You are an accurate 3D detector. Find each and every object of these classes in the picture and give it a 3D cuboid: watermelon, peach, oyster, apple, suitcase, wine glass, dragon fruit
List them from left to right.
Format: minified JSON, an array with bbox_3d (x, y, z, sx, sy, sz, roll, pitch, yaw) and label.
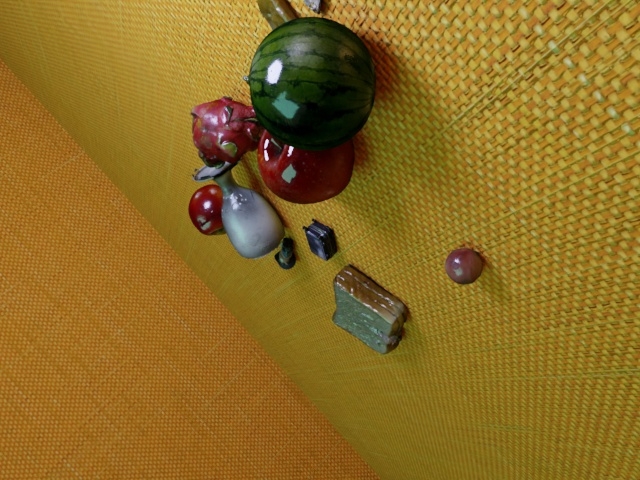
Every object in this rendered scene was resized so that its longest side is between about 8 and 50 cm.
[{"bbox_3d":[-0.409,-0.120,1.965,0.197,0.197,0.197,37,154,22],"label":"peach"},{"bbox_3d":[-0.258,-0.293,1.477,0.201,0.198,0.269,1,157,-4],"label":"dragon fruit"},{"bbox_3d":[-0.260,-0.107,1.717,0.191,0.190,0.356,15,141,50],"label":"wine glass"},{"bbox_3d":[-0.034,-0.189,1.185,0.218,0.201,0.218,1,92,42],"label":"apple"},{"bbox_3d":[-0.018,-0.468,0.983,0.054,0.019,0.083,15,138,48],"label":"oyster"},{"bbox_3d":[-0.017,-0.291,0.976,0.242,0.242,0.242,37,154,22],"label":"watermelon"},{"bbox_3d":[0.000,0.000,1.602,0.086,0.059,0.126,31,151,36],"label":"suitcase"},{"bbox_3d":[0.314,0.056,1.146,0.083,0.083,0.083,37,154,22],"label":"peach"}]

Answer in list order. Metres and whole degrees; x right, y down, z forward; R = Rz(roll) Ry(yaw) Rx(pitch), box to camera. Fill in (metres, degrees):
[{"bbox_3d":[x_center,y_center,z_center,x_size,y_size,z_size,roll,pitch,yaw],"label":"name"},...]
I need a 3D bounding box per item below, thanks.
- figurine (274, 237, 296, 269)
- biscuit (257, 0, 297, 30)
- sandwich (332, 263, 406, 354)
[{"bbox_3d":[-0.116,0.047,1.872,0.080,0.077,0.136,16,141,-12],"label":"figurine"},{"bbox_3d":[-0.086,-0.431,1.126,0.174,0.039,0.183,49,155,-5],"label":"biscuit"},{"bbox_3d":[0.155,0.234,1.659,0.249,0.095,0.273,33,151,22],"label":"sandwich"}]
